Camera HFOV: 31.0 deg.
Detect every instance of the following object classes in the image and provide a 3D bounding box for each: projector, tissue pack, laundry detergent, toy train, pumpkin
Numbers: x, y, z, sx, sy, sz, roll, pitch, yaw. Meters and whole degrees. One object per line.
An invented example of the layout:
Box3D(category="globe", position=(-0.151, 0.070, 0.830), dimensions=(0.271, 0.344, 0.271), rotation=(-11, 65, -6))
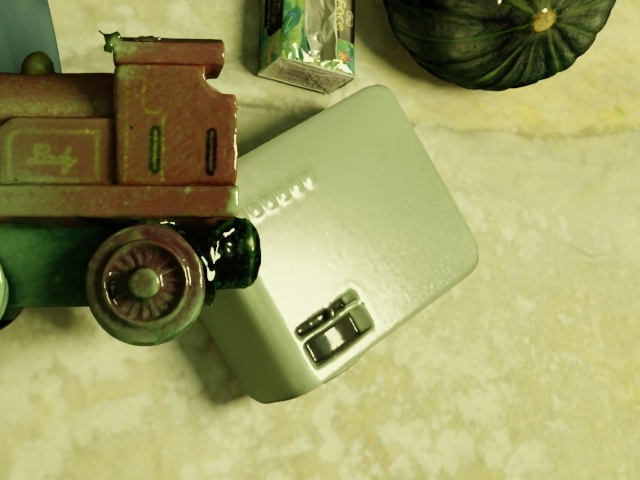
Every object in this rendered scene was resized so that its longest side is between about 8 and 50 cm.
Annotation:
Box3D(category="projector", position=(0.000, 0.000, 1.026), dimensions=(0.250, 0.108, 0.198), rotation=(-33, 95, -34))
Box3D(category="tissue pack", position=(-0.007, -0.208, 1.089), dimensions=(0.085, 0.079, 0.111), rotation=(10, 73, -28))
Box3D(category="laundry detergent", position=(-0.250, -0.119, 0.935), dimensions=(0.096, 0.061, 0.206), rotation=(-13, 85, -38))
Box3D(category="toy train", position=(-0.196, -0.035, 0.842), dimensions=(0.304, 0.150, 0.221), rotation=(-1, 92, -7))
Box3D(category="pumpkin", position=(0.177, -0.270, 1.149), dimensions=(0.250, 0.216, 0.250), rotation=(-7, 117, -14))

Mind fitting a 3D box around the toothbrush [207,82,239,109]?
Box3D(category="toothbrush", position=(-0.113, -0.148, 1.053), dimensions=(0.097, 0.008, 0.006), rotation=(34, 77, -20))
